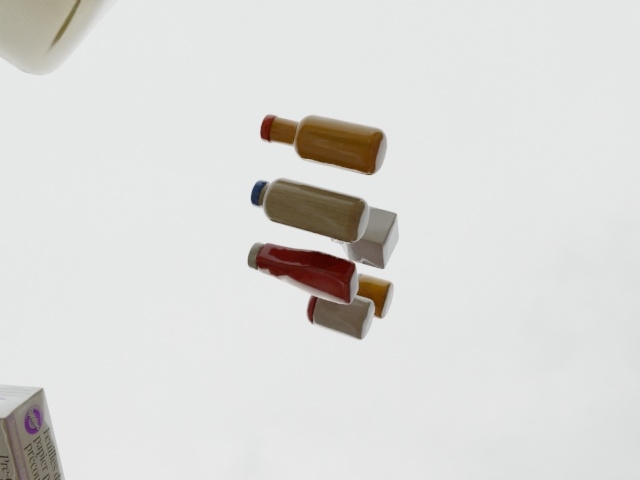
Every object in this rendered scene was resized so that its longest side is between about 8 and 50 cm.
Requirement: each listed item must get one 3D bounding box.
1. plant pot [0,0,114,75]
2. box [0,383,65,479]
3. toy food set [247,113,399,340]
[{"bbox_3d":[-0.127,-0.200,0.355,0.212,0.187,0.212,32,-122,-7],"label":"plant pot"},{"bbox_3d":[-0.292,0.305,0.863,0.067,0.063,0.324,1,-71,19],"label":"box"},{"bbox_3d":[0.000,0.000,0.755,0.104,0.111,0.232,16,-34,19],"label":"toy food set"}]
